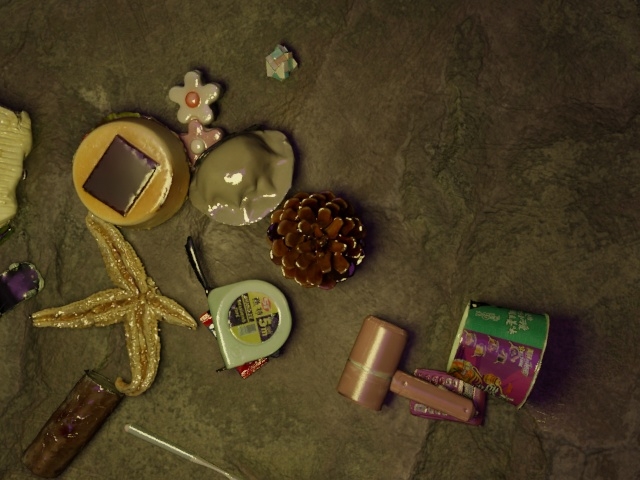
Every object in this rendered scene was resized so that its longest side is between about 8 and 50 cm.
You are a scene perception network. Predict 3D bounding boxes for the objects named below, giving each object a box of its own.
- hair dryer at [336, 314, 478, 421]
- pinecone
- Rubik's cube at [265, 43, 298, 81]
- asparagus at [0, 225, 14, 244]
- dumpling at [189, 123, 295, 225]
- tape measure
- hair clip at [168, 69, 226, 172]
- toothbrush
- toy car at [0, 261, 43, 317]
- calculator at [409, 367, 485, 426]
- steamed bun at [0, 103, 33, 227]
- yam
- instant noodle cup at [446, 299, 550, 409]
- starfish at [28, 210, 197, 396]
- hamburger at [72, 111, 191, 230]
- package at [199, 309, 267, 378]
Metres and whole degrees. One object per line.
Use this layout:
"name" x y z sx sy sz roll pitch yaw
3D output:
"hair dryer" 0.238 0.346 1.697 0.352 0.125 0.211 22 87 1
"pinecone" -0.008 0.005 1.652 0.264 0.264 0.264 0 88 0
"Rubik's cube" -0.103 -0.455 1.751 0.075 0.073 0.084 36 87 2
"asparagus" -0.857 0.027 1.762 0.036 0.030 0.165 38 88 -26
"dumpling" -0.195 -0.169 1.673 0.292 0.204 0.163 -32 133 -5
"tape measure" -0.202 0.138 1.711 0.215 0.098 0.352 -15 85 -13
"hair clip" -0.316 -0.306 1.752 0.146 0.075 0.257 -1 92 1
"toothbrush" -0.349 0.553 1.746 0.342 0.025 0.030 28 91 0
"toy car" -0.811 0.136 1.745 0.204 0.056 0.095 -34 88 3
"calculator" 0.327 0.400 1.743 0.190 0.034 0.127 8 89 6
"steamed bun" -0.894 -0.184 1.668 0.394 0.237 0.347 -43 119 -32
"yam" -0.616 0.458 1.701 0.131 0.131 0.280 38 91 1
"instant noodle cup" 0.425 0.262 1.654 0.190 0.251 0.251 18 88 10
"starfish" -0.532 0.165 1.722 0.432 0.082 0.324 44 80 0
"hamburger" -0.468 -0.171 1.694 0.301 0.170 0.302 0 98 3
"package" -0.225 0.255 1.754 0.083 0.022 0.200 -36 87 -2
